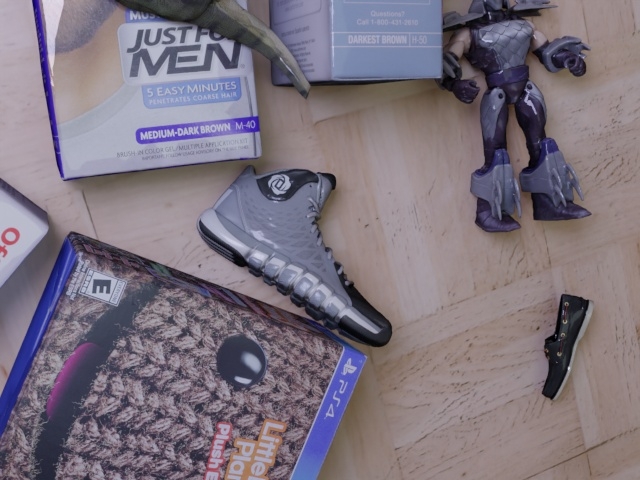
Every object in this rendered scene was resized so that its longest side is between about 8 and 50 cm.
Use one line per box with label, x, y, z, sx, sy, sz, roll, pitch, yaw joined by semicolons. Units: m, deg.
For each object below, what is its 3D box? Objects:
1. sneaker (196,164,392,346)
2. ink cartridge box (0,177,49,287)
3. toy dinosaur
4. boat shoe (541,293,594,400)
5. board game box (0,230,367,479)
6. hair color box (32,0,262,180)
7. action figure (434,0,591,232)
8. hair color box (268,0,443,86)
sneaker;0.000;0.000;0.873;0.229;0.086;0.132;34;76;0
ink cartridge box;-0.381;-0.022;0.742;0.237;0.100;0.172;40;84;-20
toy dinosaur;-0.105;-0.227;0.723;0.268;0.064;0.118;21;104;-23
boat shoe;0.290;0.129;1.044;0.042;0.049;0.132;16;100;6
board game box;-0.144;0.155;0.834;0.291;0.141;0.232;22;90;-21
hair color box;-0.168;-0.234;0.787;0.185;0.110;0.338;-9;99;-18
action figure;0.210;-0.157;0.943;0.186;0.099;0.284;-13;98;-9
hair color box;0.024;-0.335;0.798;0.114;0.185;0.374;-5;100;-19
